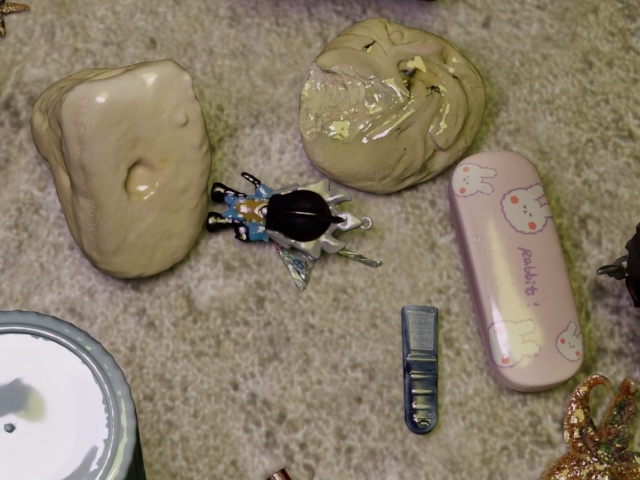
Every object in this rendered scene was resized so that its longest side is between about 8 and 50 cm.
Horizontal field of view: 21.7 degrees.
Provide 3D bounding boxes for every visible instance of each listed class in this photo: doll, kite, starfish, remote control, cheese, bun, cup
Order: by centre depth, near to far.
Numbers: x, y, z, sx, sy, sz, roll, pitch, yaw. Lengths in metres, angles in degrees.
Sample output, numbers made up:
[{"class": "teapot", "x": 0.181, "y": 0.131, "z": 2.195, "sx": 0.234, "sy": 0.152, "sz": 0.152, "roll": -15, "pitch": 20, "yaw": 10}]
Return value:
[{"class": "cup", "x": -0.309, "y": 0.198, "z": 1.718, "sx": 0.257, "sy": 0.311, "sz": 0.331, "roll": -3, "pitch": 70, "yaw": -7}, {"class": "starfish", "x": 0.323, "y": 0.259, "z": 1.909, "sx": 0.150, "sy": 0.053, "sz": 0.209, "roll": -6, "pitch": 74, "yaw": 5}, {"class": "cheese", "x": -0.230, "y": -0.087, "z": 1.930, "sx": 0.174, "sy": 0.251, "sz": 0.248, "roll": -19, "pitch": 108, "yaw": -26}, {"class": "remote control", "x": 0.117, "y": 0.149, "z": 1.933, "sx": 0.043, "sy": 0.027, "sz": 0.152, "roll": 0, "pitch": 67, "yaw": -1}, {"class": "doll", "x": -0.035, "y": -0.029, "z": 1.956, "sx": 0.195, "sy": 0.070, "sz": 0.096, "roll": 6, "pitch": 83, "yaw": 8}, {"class": "kite", "x": 0.000, "y": 0.000, "z": 1.987, "sx": 0.157, "sy": 0.011, "sz": 0.139, "roll": 22, "pitch": 71, "yaw": 4}, {"class": "bun", "x": 0.082, "y": -0.170, "z": 2.001, "sx": 0.237, "sy": 0.116, "sz": 0.210, "roll": -33, "pitch": 75, "yaw": -17}, {"class": "starfish", "x": -0.398, "y": -0.293, "z": 2.048, "sx": 0.078, "sy": 0.028, "sz": 0.091, "roll": 33, "pitch": 67, "yaw": 1}]

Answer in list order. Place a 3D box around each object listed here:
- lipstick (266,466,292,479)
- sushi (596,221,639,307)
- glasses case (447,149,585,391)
[{"class": "lipstick", "x": -0.003, "y": 0.333, "z": 1.852, "sx": 0.027, "sy": 0.027, "sz": 0.176, "roll": -31, "pitch": 77, "yaw": -16}, {"class": "sushi", "x": 0.507, "y": 0.080, "z": 1.861, "sx": 0.281, "sy": 0.299, "sz": 0.294, "roll": -8, "pitch": 71, "yaw": -38}, {"class": "glasses case", "x": 0.229, "y": 0.033, "z": 1.960, "sx": 0.113, "sy": 0.075, "sz": 0.297, "roll": -9, "pitch": 71, "yaw": -11}]
